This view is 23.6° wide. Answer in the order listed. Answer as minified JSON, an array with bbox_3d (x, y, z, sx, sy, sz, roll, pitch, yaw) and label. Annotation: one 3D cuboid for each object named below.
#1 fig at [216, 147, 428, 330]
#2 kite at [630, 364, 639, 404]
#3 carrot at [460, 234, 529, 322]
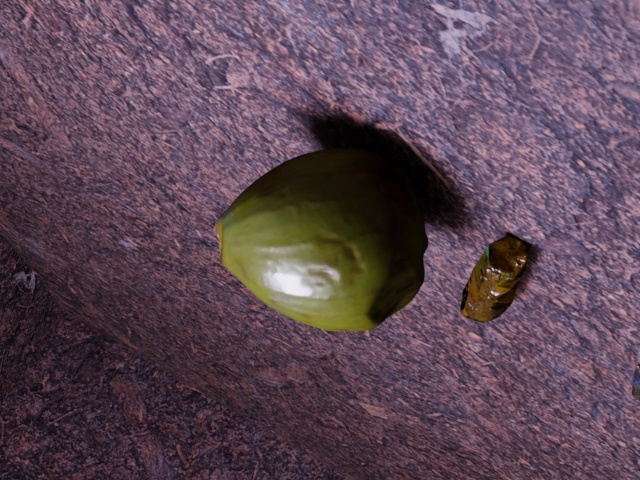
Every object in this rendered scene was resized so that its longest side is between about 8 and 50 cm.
[{"bbox_3d":[0.000,0.000,1.938,0.271,0.239,0.239,-2,154,10],"label":"fig"},{"bbox_3d":[0.450,0.230,2.049,0.160,0.010,0.183,61,174,-21],"label":"kite"},{"bbox_3d":[0.223,0.054,1.989,0.069,0.069,0.229,32,162,8],"label":"carrot"}]
